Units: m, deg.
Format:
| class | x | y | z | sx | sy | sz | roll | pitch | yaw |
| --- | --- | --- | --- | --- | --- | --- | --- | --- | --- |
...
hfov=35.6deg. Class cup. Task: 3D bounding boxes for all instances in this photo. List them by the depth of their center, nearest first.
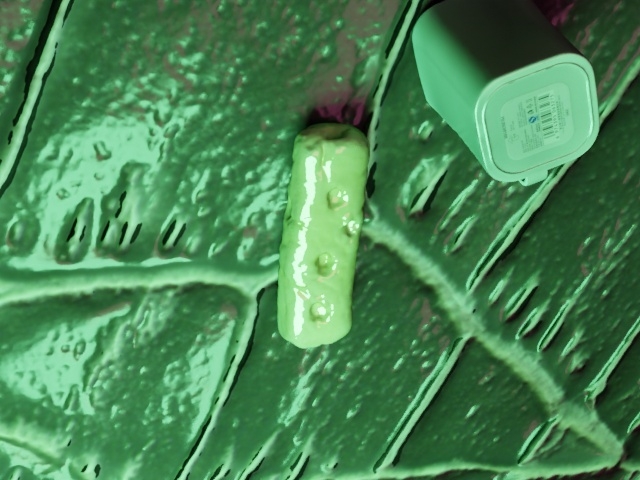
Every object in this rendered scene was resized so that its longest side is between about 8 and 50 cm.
| class | x | y | z | sx | sy | sz | roll | pitch | yaw |
| --- | --- | --- | --- | --- | --- | --- | --- | --- | --- |
| cup | 0.135 | -0.103 | 0.728 | 0.095 | 0.129 | 0.128 | -19 | 127 | -2 |

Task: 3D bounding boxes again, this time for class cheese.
| class | x | y | z | sx | sy | sz | roll | pitch | yaw |
| --- | --- | --- | --- | --- | --- | --- | --- | --- | --- |
| cheese | 0.000 | 0.000 | 0.786 | 0.064 | 0.043 | 0.194 | -3 | 121 | -14 |
